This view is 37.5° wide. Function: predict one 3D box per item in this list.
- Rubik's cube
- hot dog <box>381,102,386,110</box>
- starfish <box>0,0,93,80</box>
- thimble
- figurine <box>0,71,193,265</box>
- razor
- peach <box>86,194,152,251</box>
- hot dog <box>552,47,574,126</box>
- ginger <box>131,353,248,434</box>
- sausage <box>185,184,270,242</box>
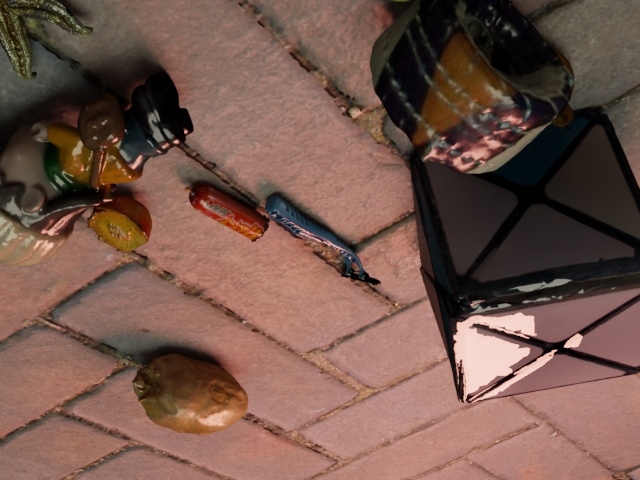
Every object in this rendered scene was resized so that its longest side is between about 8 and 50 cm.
[{"bbox_3d":[0.307,0.029,1.391,0.310,0.307,0.305,-12,144,4],"label":"Rubik's cube"},{"bbox_3d":[0.170,-0.176,1.297,0.188,0.055,0.072,10,136,-23],"label":"hot dog"},{"bbox_3d":[-0.375,-0.254,1.071,0.176,0.053,0.208,-31,141,3],"label":"starfish"},{"bbox_3d":[0.187,-0.198,1.140,0.237,0.237,0.150,20,137,-32],"label":"thimble"},{"bbox_3d":[-0.322,-0.081,1.206,0.332,0.185,0.204,-10,107,7],"label":"figurine"},{"bbox_3d":[0.000,0.000,1.494,0.082,0.042,0.253,12,162,46],"label":"razor"},{"bbox_3d":[-0.289,-0.031,1.372,0.098,0.061,0.098,12,143,9],"label":"peach"},{"bbox_3d":[0.301,-0.209,1.282,0.090,0.060,0.140,-15,145,14],"label":"hot dog"},{"bbox_3d":[-0.231,0.290,1.728,0.152,0.138,0.267,-21,146,22],"label":"ginger"},{"bbox_3d":[-0.142,-0.047,1.398,0.145,0.048,0.050,31,165,-38],"label":"sausage"}]
